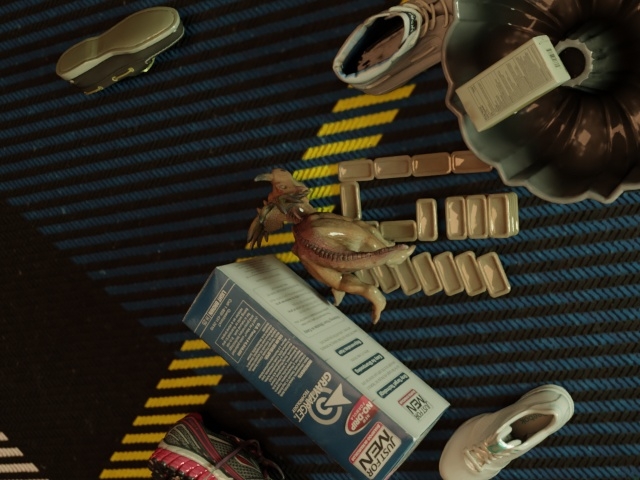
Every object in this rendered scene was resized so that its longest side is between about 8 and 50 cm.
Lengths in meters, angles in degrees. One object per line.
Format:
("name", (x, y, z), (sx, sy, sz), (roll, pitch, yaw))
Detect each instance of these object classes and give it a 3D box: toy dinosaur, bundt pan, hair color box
("toy dinosaur", (0.000, 0.000, 1.104), (0.200, 0.295, 0.127), (35, 88, -17))
("bundt pan", (0.316, -0.213, 0.983), (0.331, 0.124, 0.331), (13, 111, 35))
("hair color box", (-0.004, 0.171, 1.158), (0.347, 0.174, 0.105), (39, 109, 16))

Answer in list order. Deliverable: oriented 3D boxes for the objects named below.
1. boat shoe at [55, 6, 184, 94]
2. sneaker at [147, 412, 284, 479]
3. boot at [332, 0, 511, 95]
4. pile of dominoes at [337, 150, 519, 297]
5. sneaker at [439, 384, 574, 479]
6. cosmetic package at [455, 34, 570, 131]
("boat shoe", (-0.301, -0.293, 1.302), (0.228, 0.069, 0.081), (-16, 54, 22))
("sneaker", (-0.107, 0.361, 1.261), (0.299, 0.112, 0.121), (27, 142, 7))
("boot", (0.136, -0.276, 1.081), (0.258, 0.123, 0.095), (-36, 81, 22))
("pile of dominoes", (0.147, -0.022, 1.162), (0.251, 0.040, 0.196), (-1, 95, 32))
("sneaker", (0.234, 0.266, 1.108), (0.212, 0.094, 0.080), (-42, 80, 21))
("cosmetic package", (0.220, -0.179, 0.962), (0.115, 0.041, 0.060), (-29, 86, 40))
